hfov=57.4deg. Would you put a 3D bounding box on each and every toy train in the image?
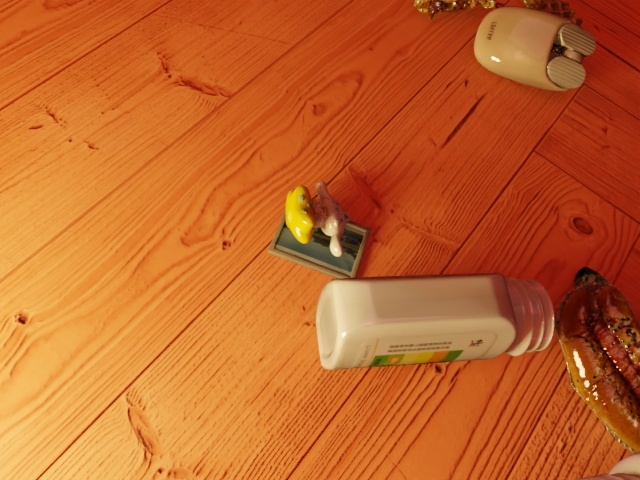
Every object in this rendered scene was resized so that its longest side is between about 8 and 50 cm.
[{"bbox_3d":[0.460,0.089,1.002,0.053,0.033,0.083,27,61,10],"label":"toy train"}]

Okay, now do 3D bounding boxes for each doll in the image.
[{"bbox_3d":[-0.001,-0.032,0.952,0.113,0.071,0.135,-22,74,-40],"label":"doll"}]

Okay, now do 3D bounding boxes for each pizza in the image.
[{"bbox_3d":[0.281,-0.535,1.277,0.194,0.069,0.154,-24,70,-15],"label":"pizza"}]

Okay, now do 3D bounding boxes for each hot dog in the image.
[{"bbox_3d":[0.457,0.196,0.907,0.145,0.075,0.267,-20,75,-9],"label":"hot dog"}]

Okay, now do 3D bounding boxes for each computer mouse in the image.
[{"bbox_3d":[0.437,-0.396,1.200,0.237,0.082,0.145,21,91,3],"label":"computer mouse"}]

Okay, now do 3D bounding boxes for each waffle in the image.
[{"bbox_3d":[0.501,-0.471,1.295,0.149,0.051,0.194,25,66,3],"label":"waffle"}]

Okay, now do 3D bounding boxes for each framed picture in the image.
[{"bbox_3d":[0.000,0.000,0.971,0.149,0.011,0.109,20,61,0],"label":"framed picture"}]

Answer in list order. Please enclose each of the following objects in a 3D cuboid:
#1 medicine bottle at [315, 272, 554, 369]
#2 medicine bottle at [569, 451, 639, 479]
[{"bbox_3d":[0.165,0.115,0.846,0.325,0.179,0.124,-2,63,-13],"label":"medicine bottle"},{"bbox_3d":[0.444,0.387,0.723,0.302,0.241,0.241,-2,63,-12],"label":"medicine bottle"}]
